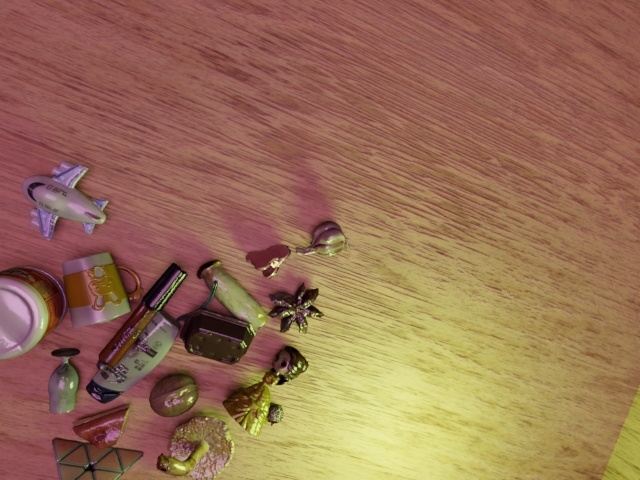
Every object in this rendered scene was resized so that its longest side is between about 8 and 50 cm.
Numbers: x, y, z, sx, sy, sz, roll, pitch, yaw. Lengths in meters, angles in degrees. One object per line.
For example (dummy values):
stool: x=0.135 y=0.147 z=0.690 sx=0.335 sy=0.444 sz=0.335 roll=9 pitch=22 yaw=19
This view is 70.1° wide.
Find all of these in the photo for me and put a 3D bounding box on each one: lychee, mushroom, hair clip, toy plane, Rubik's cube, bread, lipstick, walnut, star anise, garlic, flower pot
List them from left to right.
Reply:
toy plane: x=-0.824 y=-0.125 z=1.471 sx=0.267 sy=0.123 sz=0.266 roll=-1 pitch=94 yaw=-10
Rubik's cube: x=-0.799 y=0.824 z=1.565 sx=0.228 sy=0.234 sz=0.228 roll=51 pitch=39 yaw=-47
bread: x=-0.754 y=0.659 z=1.596 sx=0.193 sy=0.067 sz=0.119 roll=-13 pitch=91 yaw=-12
lipstick: x=-0.599 y=0.257 z=1.530 sx=0.077 sy=0.077 sz=0.418 roll=38 pitch=84 yaw=-13
walnut: x=-0.513 y=0.545 z=1.602 sx=0.162 sy=0.140 sz=0.140 roll=-25 pitch=101 yaw=2
mushroom: x=-0.448 y=0.763 z=1.574 sx=0.208 sy=0.302 sz=0.233 roll=-40 pitch=90 yaw=28
hair clip: x=-0.414 y=0.224 z=1.598 sx=0.070 sy=0.039 sz=0.229 roll=38 pitch=110 yaw=-12
flower pot: x=-0.364 y=0.353 z=1.603 sx=0.251 sy=0.084 sz=0.178 roll=20 pitch=116 yaw=-17
mushroom: x=-0.315 y=0.199 z=1.635 sx=0.100 sy=0.081 sz=0.312 roll=-39 pitch=104 yaw=0
hair clip: x=-0.181 y=0.059 z=1.637 sx=0.138 sy=0.123 sz=0.102 roll=-47 pitch=132 yaw=1
lychee: x=-0.176 y=0.658 z=1.721 sx=0.067 sy=0.068 sz=0.083 roll=39 pitch=67 yaw=-42
star anise: x=-0.088 y=0.264 z=1.692 sx=0.213 sy=0.073 sz=0.196 roll=-20 pitch=106 yaw=-13
garlic: x=0.000 y=0.000 z=1.667 sx=0.194 sy=0.131 sz=0.127 roll=-14 pitch=117 yaw=-3

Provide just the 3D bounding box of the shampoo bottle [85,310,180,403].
shampoo bottle: x=-0.641 y=0.412 z=1.588 sx=0.134 sy=0.078 sz=0.359 roll=43 pitch=86 yaw=-12

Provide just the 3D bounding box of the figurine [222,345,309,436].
figurine: x=-0.188 y=0.521 z=1.663 sx=0.168 sy=0.187 sz=0.315 roll=43 pitch=78 yaw=-9

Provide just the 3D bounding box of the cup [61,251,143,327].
cup: x=-0.719 y=0.155 z=1.512 sx=0.241 sy=0.186 sz=0.225 roll=-19 pitch=95 yaw=-44

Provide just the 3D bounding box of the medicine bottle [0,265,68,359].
medicine bottle: x=-0.955 y=0.217 z=1.417 sx=0.253 sy=0.241 sz=0.252 roll=-1 pitch=96 yaw=-13

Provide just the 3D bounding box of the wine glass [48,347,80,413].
wine glass: x=-0.866 y=0.474 z=1.540 sx=0.093 sy=0.093 sz=0.202 roll=4 pitch=94 yaw=-12
